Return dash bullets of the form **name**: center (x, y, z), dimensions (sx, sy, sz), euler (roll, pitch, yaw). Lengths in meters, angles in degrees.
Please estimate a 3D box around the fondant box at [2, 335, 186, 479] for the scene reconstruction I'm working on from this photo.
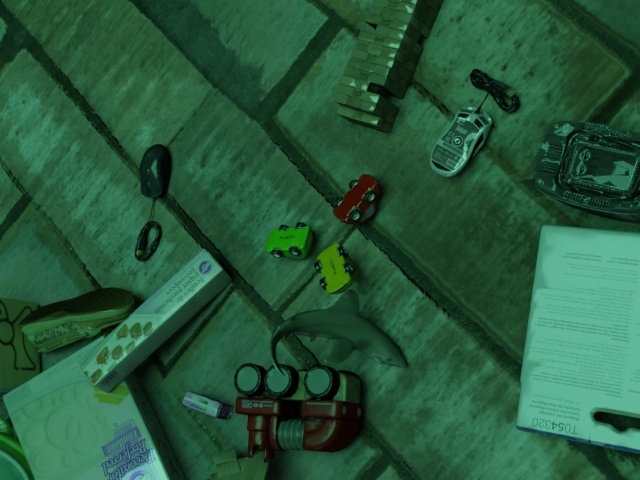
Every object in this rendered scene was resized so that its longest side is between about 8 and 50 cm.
- **fondant box**: center (-0.434, 0.385, 1.935), dimensions (0.238, 0.096, 0.330), euler (-31, 67, 2)

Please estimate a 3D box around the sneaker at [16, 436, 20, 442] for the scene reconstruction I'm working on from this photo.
- **sneaker**: center (-0.560, 0.369, 2.059), dimensions (0.077, 0.072, 0.178), euler (13, 92, 20)

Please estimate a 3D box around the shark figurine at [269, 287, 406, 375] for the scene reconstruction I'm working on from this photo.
- **shark figurine**: center (0.013, 0.132, 1.696), dimensions (0.116, 0.278, 0.166), euler (-63, 39, 27)

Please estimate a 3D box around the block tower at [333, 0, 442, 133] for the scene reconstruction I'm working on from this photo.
- **block tower**: center (0.133, -0.368, 1.807), dimensions (0.097, 0.091, 0.335), euler (21, 91, 29)

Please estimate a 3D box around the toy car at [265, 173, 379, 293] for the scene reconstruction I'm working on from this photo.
- **toy car**: center (0.000, 0.000, 1.817), dimensions (0.225, 0.053, 0.239), euler (-6, 57, 39)

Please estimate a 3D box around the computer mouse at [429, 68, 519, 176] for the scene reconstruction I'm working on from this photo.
- **computer mouse**: center (0.256, -0.193, 1.737), dimensions (0.106, 0.042, 0.193), euler (35, 92, 24)

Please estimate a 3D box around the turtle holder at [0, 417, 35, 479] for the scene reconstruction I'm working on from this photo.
- **turtle holder**: center (-0.649, 0.532, 1.964), dimensions (0.243, 0.227, 0.320), euler (-20, 103, 18)

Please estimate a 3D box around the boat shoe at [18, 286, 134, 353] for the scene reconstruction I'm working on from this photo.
- **boat shoe**: center (-0.481, 0.165, 2.047), dimensions (0.285, 0.104, 0.089), euler (-12, 112, 31)

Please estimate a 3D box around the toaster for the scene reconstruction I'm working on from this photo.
- **toaster**: center (0.450, -0.100, 1.551), dimensions (0.227, 0.146, 0.129), euler (15, 89, 31)

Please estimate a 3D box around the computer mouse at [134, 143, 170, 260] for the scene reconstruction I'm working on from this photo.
- **computer mouse**: center (-0.349, -0.079, 2.043), dimensions (0.071, 0.041, 0.242), euler (2, 82, 28)

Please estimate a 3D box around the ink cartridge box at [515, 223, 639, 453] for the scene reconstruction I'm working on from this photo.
- **ink cartridge box**: center (0.478, 0.152, 1.535), dimensions (0.324, 0.071, 0.330), euler (7, 87, 29)

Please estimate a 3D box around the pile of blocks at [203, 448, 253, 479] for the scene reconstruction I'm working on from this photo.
- **pile of blocks**: center (-0.220, 0.524, 1.839), dimensions (0.362, 0.149, 0.112), euler (-45, 20, 4)

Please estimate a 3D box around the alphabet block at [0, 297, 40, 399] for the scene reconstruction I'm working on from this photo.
- **alphabet block**: center (-0.714, 0.230, 2.099), dimensions (0.193, 0.192, 0.197), euler (-12, 74, 24)

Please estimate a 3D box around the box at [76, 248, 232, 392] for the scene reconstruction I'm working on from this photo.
- **box**: center (-0.312, 0.153, 1.908), dimensions (0.324, 0.067, 0.063), euler (-43, 65, -5)

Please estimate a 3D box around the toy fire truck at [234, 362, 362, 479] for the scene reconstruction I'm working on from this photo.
- **toy fire truck**: center (-0.054, 0.338, 1.729), dimensions (0.217, 0.158, 0.246), euler (-2, 77, 28)

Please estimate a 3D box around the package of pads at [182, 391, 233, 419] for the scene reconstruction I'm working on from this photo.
- **package of pads**: center (-0.211, 0.309, 1.888), dimensions (0.083, 0.050, 0.032), euler (13, 82, 30)
